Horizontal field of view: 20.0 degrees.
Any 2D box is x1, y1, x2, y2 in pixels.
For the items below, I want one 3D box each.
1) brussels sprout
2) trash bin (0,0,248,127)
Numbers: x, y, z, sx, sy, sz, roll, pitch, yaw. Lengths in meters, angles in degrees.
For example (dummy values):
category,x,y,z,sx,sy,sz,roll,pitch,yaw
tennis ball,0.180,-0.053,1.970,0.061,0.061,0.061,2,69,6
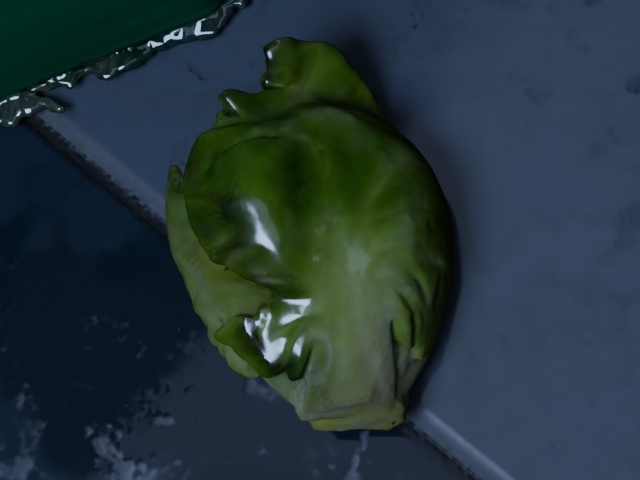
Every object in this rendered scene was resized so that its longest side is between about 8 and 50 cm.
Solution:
category,x,y,z,sx,sy,sz,roll,pitch,yaw
brussels sprout,0.001,0.000,0.883,0.139,0.100,0.181,-13,66,-13
trash bin,-0.161,-0.216,0.797,0.295,0.381,0.259,-22,78,4
